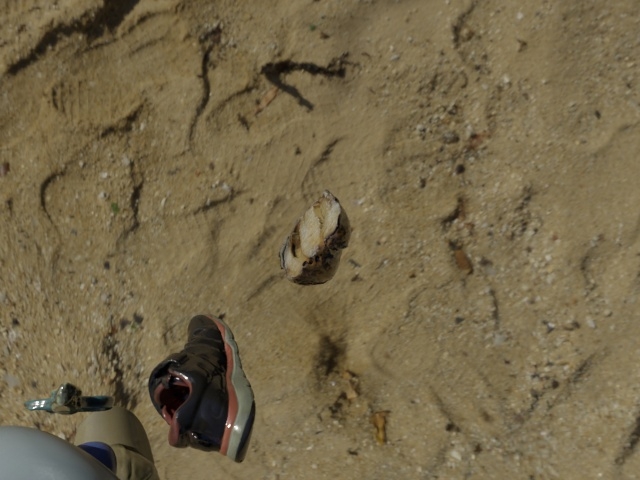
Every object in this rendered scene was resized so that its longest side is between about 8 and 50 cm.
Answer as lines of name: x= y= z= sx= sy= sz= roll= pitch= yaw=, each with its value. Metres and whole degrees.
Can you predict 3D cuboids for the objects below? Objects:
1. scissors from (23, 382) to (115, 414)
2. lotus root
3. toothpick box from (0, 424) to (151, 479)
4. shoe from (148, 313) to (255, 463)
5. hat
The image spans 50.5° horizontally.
scissors: x=-0.373 y=0.237 z=1.003 sx=0.138 sy=0.289 sz=0.041 roll=4 pitch=74 yaw=-18
lotus root: x=0.000 y=0.000 z=1.271 sx=0.078 sy=0.329 sz=0.167 roll=41 pitch=101 yaw=-13
toothpick box: x=-0.289 y=0.332 z=0.597 sx=0.263 sy=0.263 sz=0.354 roll=38 pitch=48 yaw=-4
shoe: x=-0.185 y=0.213 z=1.001 sx=0.137 sy=0.291 sz=0.114 roll=6 pitch=113 yaw=-20
hat: x=-0.364 y=0.370 z=1.195 sx=0.166 sy=0.144 sz=0.173 roll=-1 pitch=69 yaw=-25
